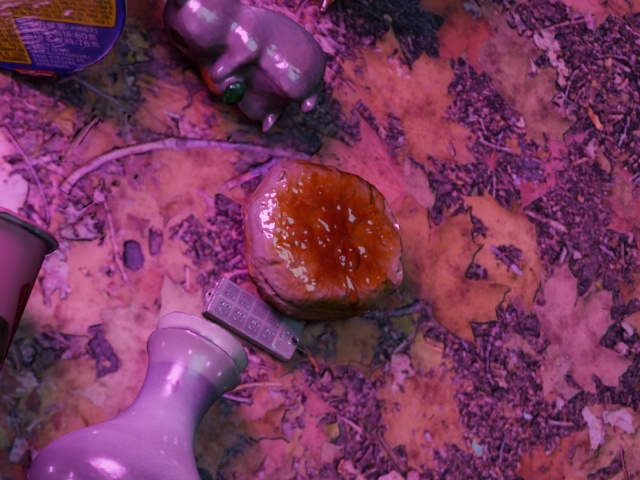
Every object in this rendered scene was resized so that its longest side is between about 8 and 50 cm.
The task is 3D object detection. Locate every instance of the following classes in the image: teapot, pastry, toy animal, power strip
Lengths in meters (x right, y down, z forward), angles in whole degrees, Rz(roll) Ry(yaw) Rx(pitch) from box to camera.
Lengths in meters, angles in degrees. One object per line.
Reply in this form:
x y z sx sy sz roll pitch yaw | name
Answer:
-0.167 0.200 1.034 0.183 0.183 0.250 36 51 -15 | teapot
0.000 0.000 1.208 0.193 0.093 0.182 6 73 -30 | pastry
-0.110 -0.240 1.191 0.251 0.125 0.127 41 20 -23 | toy animal
-0.070 0.093 1.189 0.136 0.019 0.050 33 62 -16 | power strip

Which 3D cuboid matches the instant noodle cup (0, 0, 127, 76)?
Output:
-0.280 -0.378 1.083 0.284 0.284 0.312 28 57 -18 | instant noodle cup

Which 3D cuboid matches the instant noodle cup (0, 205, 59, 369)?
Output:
-0.376 0.076 0.918 0.243 0.243 0.231 18 75 -23 | instant noodle cup

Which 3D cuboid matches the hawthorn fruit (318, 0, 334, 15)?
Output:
0.028 -0.398 1.257 0.242 0.242 0.271 23 76 -21 | hawthorn fruit
